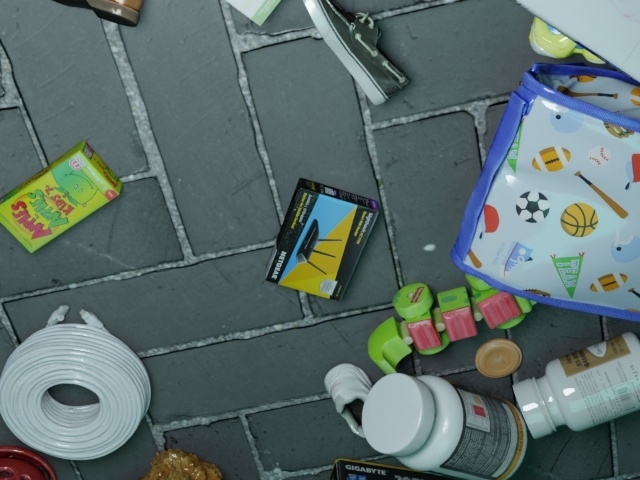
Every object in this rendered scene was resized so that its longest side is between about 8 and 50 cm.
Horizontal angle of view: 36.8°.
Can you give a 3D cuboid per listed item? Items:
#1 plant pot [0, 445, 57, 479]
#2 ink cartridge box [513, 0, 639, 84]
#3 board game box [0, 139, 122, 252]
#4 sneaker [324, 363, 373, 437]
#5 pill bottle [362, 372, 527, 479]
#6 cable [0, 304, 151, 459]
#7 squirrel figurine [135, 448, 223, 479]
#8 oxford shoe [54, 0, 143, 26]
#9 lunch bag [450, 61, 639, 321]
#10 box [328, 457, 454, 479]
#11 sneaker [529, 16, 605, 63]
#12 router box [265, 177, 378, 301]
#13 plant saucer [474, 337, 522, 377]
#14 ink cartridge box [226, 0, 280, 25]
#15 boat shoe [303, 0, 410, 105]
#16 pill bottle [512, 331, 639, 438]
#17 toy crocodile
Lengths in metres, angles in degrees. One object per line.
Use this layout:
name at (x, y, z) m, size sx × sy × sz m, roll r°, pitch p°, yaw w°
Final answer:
plant pot at (-0.567, 0.476, 1.724) m, size 0.191 × 0.174 × 0.191 m, roll -1°, pitch 120°, yaw -1°
ink cartridge box at (0.403, -0.418, 1.258) m, size 0.324 × 0.071 × 0.330 m, roll 30°, pitch 105°, yaw -9°
board game box at (-0.409, -0.066, 1.493) m, size 0.181 × 0.043 × 0.092 m, roll -31°, pitch 117°, yaw 15°
sneaker at (0.102, 0.320, 1.697) m, size 0.232 × 0.115 × 0.090 m, roll 32°, pitch 114°, yaw -19°
pill bottle at (0.211, 0.317, 1.628) m, size 0.278 × 0.162 × 0.162 m, roll 24°, pitch 118°, yaw -40°
cable at (-0.421, 0.264, 1.657) m, size 0.257 × 0.089 × 0.257 m, roll -40°, pitch 114°, yaw 19°
squirrel figurine at (-0.285, 0.588, 1.687) m, size 0.281 × 0.370 × 0.397 m, roll 27°, pitch 115°, yaw -17°
oxford shoe at (-0.344, -0.364, 1.323) m, size 0.212 × 0.076 × 0.076 m, roll 18°, pitch 88°, yaw -10°
lunch bag at (0.414, -0.073, 1.420) m, size 0.385 × 0.239 × 0.328 m, roll 8°, pitch 121°, yaw -15°
box at (0.155, 0.560, 1.862) m, size 0.321 × 0.079 × 0.257 m, roll 10°, pitch 121°, yaw -8°
sneaker at (0.423, -0.313, 1.362) m, size 0.240 × 0.091 × 0.126 m, roll 4°, pitch 119°, yaw -4°
router box at (0.000, 0.000, 1.548) m, size 0.133 × 0.046 × 0.179 m, roll 16°, pitch 118°, yaw -12°
plant saucer at (0.315, 0.210, 1.702) m, size 0.083 × 0.013 × 0.084 m, roll -1°, pitch 121°, yaw -2°
ink cartridge box at (-0.124, -0.429, 1.293) m, size 0.235 × 0.056 × 0.171 m, roll 33°, pitch 114°, yaw -22°
boat shoe at (0.050, -0.292, 1.370) m, size 0.070 × 0.078 × 0.219 m, roll -32°, pitch 124°, yaw 16°
pill bottle at (0.459, 0.257, 1.668) m, size 0.229 × 0.131 × 0.131 m, roll -23°, pitch 118°, yaw 10°
toy crocodile at (0.236, 0.119, 1.593) m, size 0.340 × 0.105 × 0.115 m, roll -22°, pitch 119°, yaw 9°
